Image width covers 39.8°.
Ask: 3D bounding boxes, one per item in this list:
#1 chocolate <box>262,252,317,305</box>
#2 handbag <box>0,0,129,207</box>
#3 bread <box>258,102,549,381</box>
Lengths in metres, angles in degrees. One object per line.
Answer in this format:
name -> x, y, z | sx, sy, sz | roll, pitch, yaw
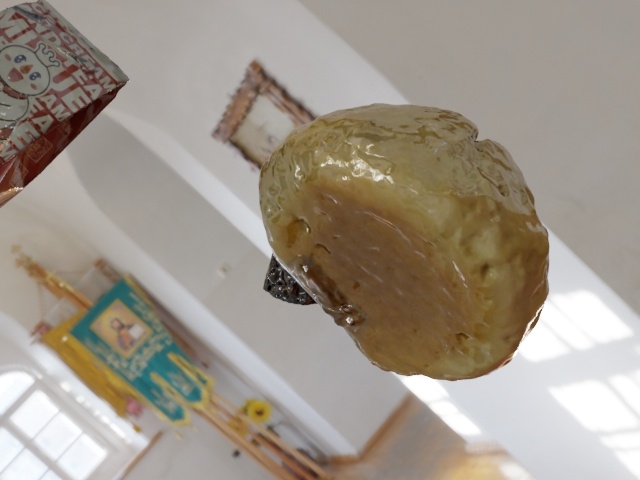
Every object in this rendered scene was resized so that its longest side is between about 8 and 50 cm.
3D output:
chocolate -> 0.000, 0.000, 1.156 | 0.156, 0.156, 0.133 | -57, -28, -69
handbag -> -0.400, -0.164, 1.127 | 0.298, 0.171, 0.151 | -43, -1, -21
bread -> 0.070, -0.005, 0.695 | 0.134, 0.244, 0.244 | -55, 8, -35
